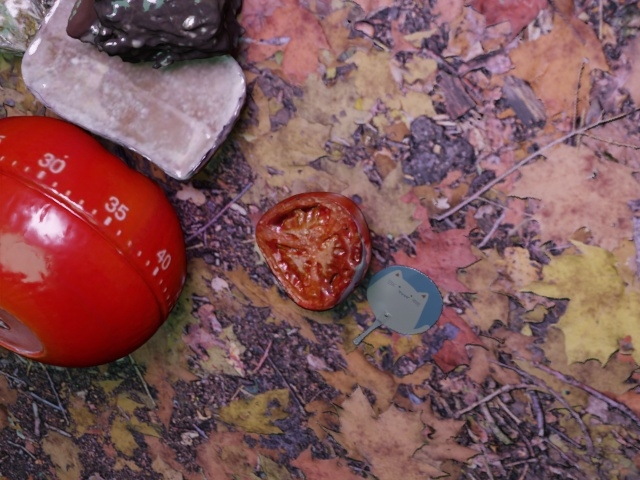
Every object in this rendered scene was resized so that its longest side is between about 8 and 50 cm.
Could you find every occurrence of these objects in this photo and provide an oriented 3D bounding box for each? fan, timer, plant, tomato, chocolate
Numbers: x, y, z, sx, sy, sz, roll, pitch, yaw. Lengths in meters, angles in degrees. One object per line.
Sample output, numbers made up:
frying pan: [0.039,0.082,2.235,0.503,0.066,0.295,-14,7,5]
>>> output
fan: [0.101,0.104,1.228,0.113,0.005,0.175,42,124,-2]
timer: [-0.379,0.012,1.201,0.378,0.279,0.378,22,148,15]
plant: [-0.209,-0.308,1.020,0.234,0.178,0.204,6,79,2]
tomato: [0.008,0.003,1.171,0.174,0.082,0.166,-27,99,38]
chocolate: [-0.246,-0.213,1.143,0.303,0.100,0.185,30,88,7]

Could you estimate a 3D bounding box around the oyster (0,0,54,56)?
oyster: [-0.499,-0.341,1.187,0.351,0.158,0.162,26,123,-4]
